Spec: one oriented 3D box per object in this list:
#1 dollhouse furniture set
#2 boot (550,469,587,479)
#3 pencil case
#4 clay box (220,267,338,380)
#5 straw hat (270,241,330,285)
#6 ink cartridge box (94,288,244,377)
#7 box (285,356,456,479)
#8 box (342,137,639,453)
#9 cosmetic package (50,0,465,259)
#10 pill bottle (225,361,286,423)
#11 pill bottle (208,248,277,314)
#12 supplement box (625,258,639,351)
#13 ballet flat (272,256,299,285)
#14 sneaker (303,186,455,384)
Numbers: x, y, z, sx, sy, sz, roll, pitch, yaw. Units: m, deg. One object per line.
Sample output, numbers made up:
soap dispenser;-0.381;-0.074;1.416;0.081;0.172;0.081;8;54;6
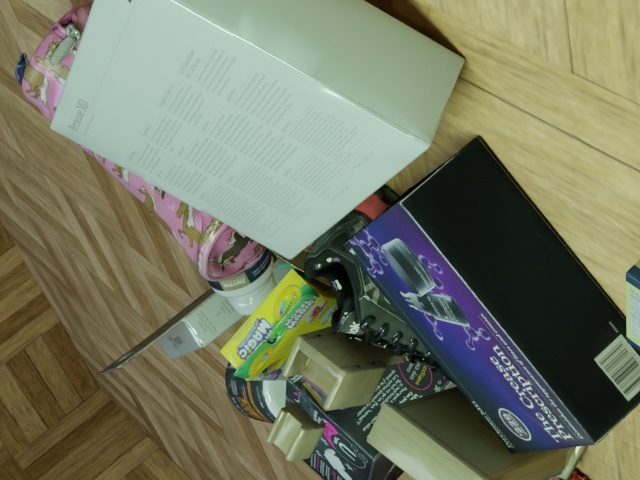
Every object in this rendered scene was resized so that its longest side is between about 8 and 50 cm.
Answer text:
dollhouse furniture set;0.078;0.287;1.327;0.286;0.198;0.303;36;113;30
boot;0.250;0.253;1.365;0.158;0.059;0.084;54;148;-5
pencil case;-0.198;-0.121;1.539;0.386;0.160;0.167;44;-156;19
clay box;-0.025;0.098;1.439;0.053;0.127;0.222;45;-170;21
straw hat;0.000;0.000;1.432;0.144;0.061;0.144;30;-173;-4
ink cartridge box;-0.218;0.150;1.944;0.060;0.239;0.275;52;161;-3
box;0.061;0.199;1.515;0.142;0.163;0.247;42;159;16
box;0.157;0.059;1.139;0.261;0.103;0.184;51;164;1
cosmetic package;-0.078;-0.128;1.141;0.284;0.097;0.377;27;159;-11
pill bottle;-0.061;0.204;1.853;0.130;0.130;0.245;54;161;-9
pill bottle;-0.118;0.016;1.694;0.094;0.094;0.169;27;150;50
supplement box;0.261;0.037;0.883;0.056;0.083;0.083;37;157;35
ballet flat;-0.017;0.082;1.592;0.068;0.072;0.213;-1;146;12
sneaker;0.089;0.079;1.278;0.276;0.135;0.097;48;159;5
